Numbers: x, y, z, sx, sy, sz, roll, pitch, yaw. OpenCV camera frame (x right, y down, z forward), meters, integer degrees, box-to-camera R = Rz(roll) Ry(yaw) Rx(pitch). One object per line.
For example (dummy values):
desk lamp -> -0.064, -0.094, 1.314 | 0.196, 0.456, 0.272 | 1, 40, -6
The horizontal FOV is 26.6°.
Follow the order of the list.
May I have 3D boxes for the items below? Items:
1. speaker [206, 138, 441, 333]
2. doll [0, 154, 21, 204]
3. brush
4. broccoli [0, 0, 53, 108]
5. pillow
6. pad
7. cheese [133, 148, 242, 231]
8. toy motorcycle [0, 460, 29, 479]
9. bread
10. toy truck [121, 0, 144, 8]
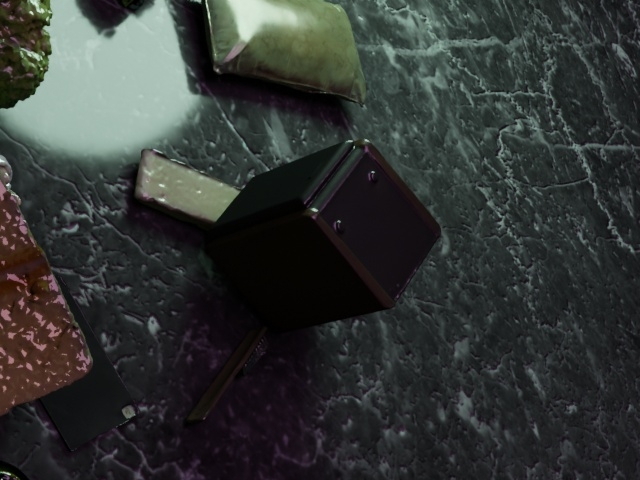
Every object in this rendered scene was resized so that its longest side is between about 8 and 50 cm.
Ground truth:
speaker -> 0.000, 0.000, 1.721 | 0.192, 0.231, 0.153 | 50, 53, -19
doll -> -0.392, -0.078, 1.548 | 0.127, 0.073, 0.084 | 45, 9, -10
brush -> -0.111, 0.172, 1.683 | 0.027, 0.034, 0.190 | 61, 36, -20
broccoli -> -0.444, -0.305, 1.557 | 0.302, 0.186, 0.254 | 28, 54, -36
pillow -> -0.052, -0.303, 2.032 | 0.302, 0.075, 0.185 | 8, 60, -41
pad -> -0.292, 0.136, 1.545 | 0.116, 0.004, 0.193 | -26, 83, -50
cheese -> -0.081, -0.018, 1.843 | 0.400, 0.034, 0.085 | 22, 54, -33
toy motorcycle -> -0.388, 0.304, 1.239 | 0.342, 0.142, 0.206 | 6, 42, -47
bread -> -0.407, 0.072, 1.374 | 0.236, 0.198, 0.263 | -26, 92, -26
toy truck -> -0.240, -0.405, 1.913 | 0.100, 0.077, 0.169 | 51, 41, -10
